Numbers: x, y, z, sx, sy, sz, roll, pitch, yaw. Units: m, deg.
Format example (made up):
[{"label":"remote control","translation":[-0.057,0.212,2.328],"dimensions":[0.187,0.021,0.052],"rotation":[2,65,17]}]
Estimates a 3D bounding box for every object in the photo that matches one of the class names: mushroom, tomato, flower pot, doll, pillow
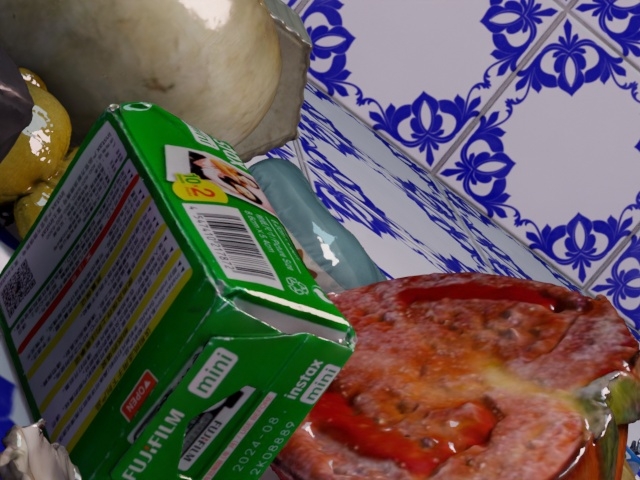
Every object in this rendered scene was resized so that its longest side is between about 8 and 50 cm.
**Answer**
[{"label":"mushroom","translation":[-0.193,-0.205,1.188],"dimensions":[0.352,0.260,0.352],"rotation":[30,-25,16]},{"label":"tomato","translation":[0.085,0.154,0.945],"dimensions":[0.309,0.309,0.170],"rotation":[-113,-167,-67]},{"label":"flower pot","translation":[-0.125,-0.218,1.690],"dimensions":[0.209,0.239,0.189],"rotation":[7,18,-9]},{"label":"doll","translation":[-0.208,-0.028,1.046],"dimensions":[0.209,0.097,0.137],"rotation":[52,39,-17]},{"label":"pillow","translation":[0.000,0.000,1.563],"dimensions":[0.233,0.086,0.214],"rotation":[49,9,34]}]

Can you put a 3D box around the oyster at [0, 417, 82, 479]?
[{"label":"oyster","translation":[-0.069,0.182,0.570],"dimensions":[0.275,0.100,0.271],"rotation":[30,4,25]}]

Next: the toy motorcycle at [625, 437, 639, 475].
[{"label":"toy motorcycle","translation":[0.337,0.241,1.679],"dimensions":[0.135,0.092,0.254],"rotation":[51,4,13]}]

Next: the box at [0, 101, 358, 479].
[{"label":"box","translation":[-0.099,0.042,0.826],"dimensions":[0.103,0.180,0.250],"rotation":[26,18,-36]}]

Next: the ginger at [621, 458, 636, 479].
[{"label":"ginger","translation":[0.192,0.168,1.385],"dimensions":[0.363,0.122,0.348],"rotation":[29,16,20]}]

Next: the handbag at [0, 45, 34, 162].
[{"label":"handbag","translation":[-0.283,-0.079,0.696],"dimensions":[0.254,0.181,0.181],"rotation":[44,13,35]}]
